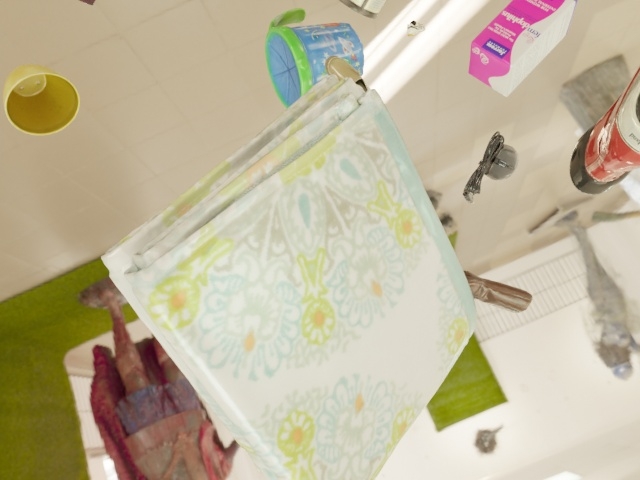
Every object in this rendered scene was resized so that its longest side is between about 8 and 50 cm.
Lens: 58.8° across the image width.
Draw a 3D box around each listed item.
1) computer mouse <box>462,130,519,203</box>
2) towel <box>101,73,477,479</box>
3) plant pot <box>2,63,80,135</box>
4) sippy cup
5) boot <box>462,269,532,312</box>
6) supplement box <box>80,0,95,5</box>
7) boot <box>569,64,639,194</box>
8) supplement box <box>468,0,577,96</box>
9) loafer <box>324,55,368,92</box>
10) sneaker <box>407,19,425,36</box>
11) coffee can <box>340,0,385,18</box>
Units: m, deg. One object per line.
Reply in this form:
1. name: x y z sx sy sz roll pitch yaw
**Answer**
1. computer mouse: 0.451 -0.168 1.473 0.184 0.060 0.262 -62 157 10
2. towel: 0.009 0.063 0.587 0.320 0.374 0.090 -44 -153 -29
3. plant pot: -0.549 -0.285 1.094 0.134 0.095 0.134 -30 148 -21
4. sippy cup: -0.007 -0.500 1.588 0.224 0.305 0.240 -22 -160 -19
5. boot: 0.212 0.076 0.757 0.114 0.037 0.106 16 160 -6
6. supplement box: -0.426 -0.540 1.021 0.188 0.104 0.081 -54 160 16
7. boot: 0.345 -0.160 0.570 0.244 0.088 0.176 -51 170 -8
8. supplement box: 0.438 -0.443 1.244 0.220 0.111 0.114 -47 158 -8
9. loafer: 0.071 -0.361 1.288 0.056 0.148 0.050 -47 -170 -4
10. sneaker: 0.263 -0.587 1.557 0.032 0.037 0.083 3 -150 34
11. coffee can: 0.178 -0.925 1.911 0.201 0.201 0.275 -2 138 -45
